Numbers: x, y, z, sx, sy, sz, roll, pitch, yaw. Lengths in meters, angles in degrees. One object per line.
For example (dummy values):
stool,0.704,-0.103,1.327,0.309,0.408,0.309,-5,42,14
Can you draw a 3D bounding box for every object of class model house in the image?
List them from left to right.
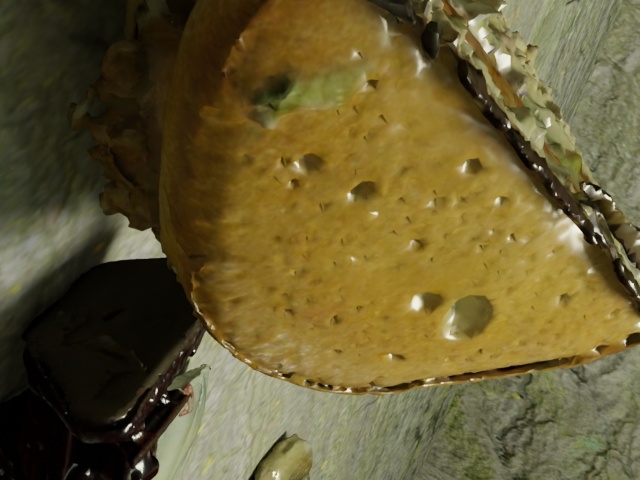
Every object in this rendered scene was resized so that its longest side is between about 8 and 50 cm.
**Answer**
model house,-0.150,0.117,0.850,0.203,0.141,0.164,-47,149,-50

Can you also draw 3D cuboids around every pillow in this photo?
pillow,-0.170,0.227,1.134,0.229,0.051,0.128,-65,172,13

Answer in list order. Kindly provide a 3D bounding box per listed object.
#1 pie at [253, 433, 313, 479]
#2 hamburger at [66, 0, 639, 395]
pie,-0.078,0.393,1.723,0.185,0.052,0.218,-46,156,-32
hamburger,0.008,-0.060,0.751,0.287,0.268,0.445,-30,140,18
